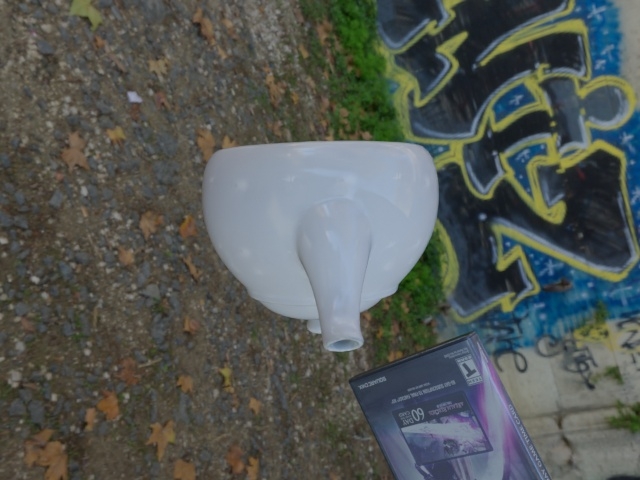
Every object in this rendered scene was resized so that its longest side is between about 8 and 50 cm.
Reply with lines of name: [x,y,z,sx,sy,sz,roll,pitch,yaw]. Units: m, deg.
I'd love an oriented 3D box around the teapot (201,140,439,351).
teapot: [0.000,0.000,0.584,0.256,0.253,0.187,-9,99,-50]

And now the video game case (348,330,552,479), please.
video game case: [0.162,0.261,0.666,0.026,0.196,0.274,-16,77,-48]
